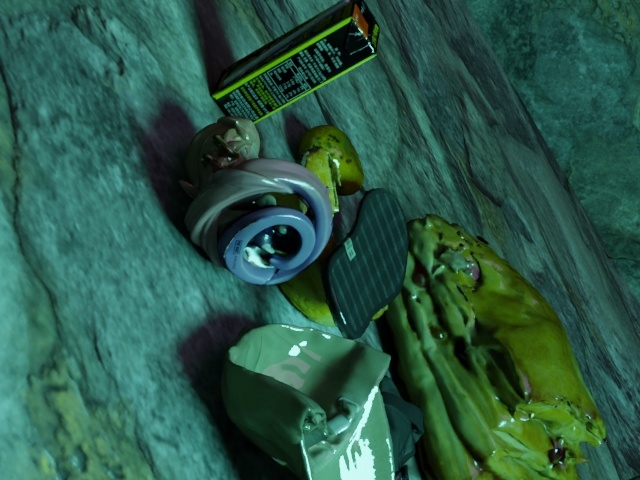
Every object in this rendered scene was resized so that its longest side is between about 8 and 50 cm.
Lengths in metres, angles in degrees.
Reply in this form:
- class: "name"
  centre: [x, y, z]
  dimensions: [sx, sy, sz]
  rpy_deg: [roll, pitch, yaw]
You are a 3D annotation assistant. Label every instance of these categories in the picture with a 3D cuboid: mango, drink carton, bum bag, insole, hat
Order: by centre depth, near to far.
- class: "hat"
  centre: [-0.019, 0.168, 0.768]
  dimensions: [0.166, 0.144, 0.173]
  rpy_deg: [-8, 117, -63]
- class: "bum bag"
  centre: [0.066, 0.196, 0.918]
  dimensions: [0.087, 0.049, 0.198]
  rpy_deg: [64, 21, -13]
- class: "insole"
  centre: [0.050, 0.016, 0.952]
  dimensions: [0.309, 0.012, 0.110]
  rpy_deg: [-41, 113, -69]
- class: "drink carton"
  centre: [-0.024, -0.178, 0.969]
  dimensions: [0.056, 0.165, 0.071]
  rpy_deg: [51, 25, -27]
- class: "mango"
  centre: [0.015, -0.088, 1.108]
  dimensions: [0.114, 0.057, 0.079]
  rpy_deg: [33, 33, -65]

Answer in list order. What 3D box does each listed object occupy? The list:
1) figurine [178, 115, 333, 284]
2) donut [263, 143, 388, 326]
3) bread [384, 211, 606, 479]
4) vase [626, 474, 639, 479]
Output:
- class: "figurine"
  centre: [-0.071, -0.041, 0.823]
  dimensions: [0.114, 0.126, 0.157]
  rpy_deg: [-28, 61, -28]
- class: "donut"
  centre: [-0.002, 0.006, 0.947]
  dimensions: [0.181, 0.078, 0.146]
  rpy_deg: [64, 23, -16]
- class: "bread"
  centre: [0.205, 0.142, 1.121]
  dimensions: [0.277, 0.167, 0.325]
  rpy_deg: [34, 38, -50]
- class: "vase"
  centre: [0.459, 0.454, 1.269]
  dimensions: [0.245, 0.245, 0.291]
  rpy_deg: [23, 41, -58]
